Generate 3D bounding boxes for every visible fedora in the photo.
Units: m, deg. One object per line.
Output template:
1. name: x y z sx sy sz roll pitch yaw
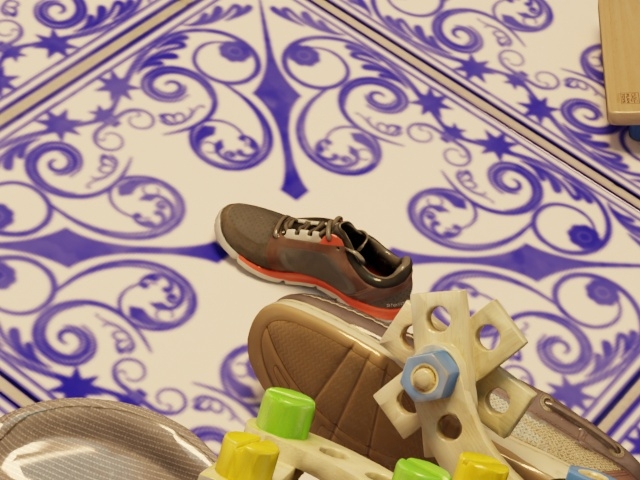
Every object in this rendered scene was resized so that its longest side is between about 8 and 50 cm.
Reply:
1. fedora: -0.116 0.186 1.090 0.275 0.124 0.244 26 46 10

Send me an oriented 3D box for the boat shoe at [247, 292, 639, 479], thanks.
1. boat shoe: 0.086 0.118 1.236 0.285 0.103 0.092 29 38 12

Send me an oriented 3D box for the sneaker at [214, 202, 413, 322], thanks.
1. sneaker: 0.000 0.000 1.346 0.158 0.065 0.061 23 45 7

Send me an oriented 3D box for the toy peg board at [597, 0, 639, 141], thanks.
1. toy peg board: 0.319 -0.133 1.572 0.160 0.079 0.161 -1 44 5

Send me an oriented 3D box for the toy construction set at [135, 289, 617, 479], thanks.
1. toy construction set: 0.049 0.143 1.036 0.215 0.151 0.327 19 23 23
